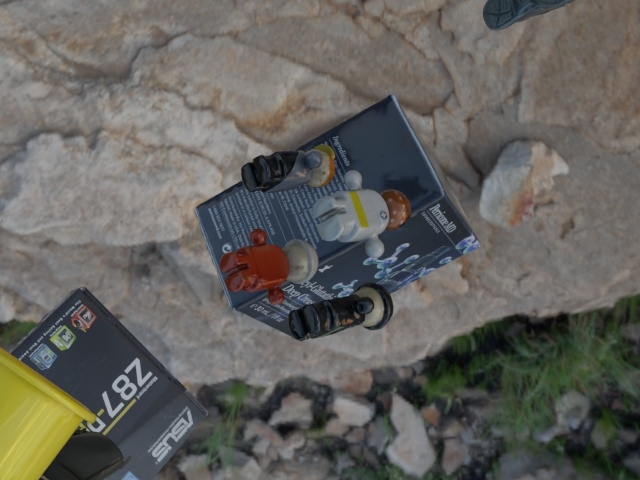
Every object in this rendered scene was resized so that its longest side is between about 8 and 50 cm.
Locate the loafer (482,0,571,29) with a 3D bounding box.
[{"bbox_3d":[0.445,-0.497,1.774,0.267,0.084,0.096,-16,88,51],"label":"loafer"}]

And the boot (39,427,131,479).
[{"bbox_3d":[-0.344,0.249,1.084,0.198,0.137,0.077,39,124,15],"label":"boot"}]

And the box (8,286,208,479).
[{"bbox_3d":[-0.430,0.323,1.468,0.318,0.395,0.097,49,153,-13],"label":"box"}]

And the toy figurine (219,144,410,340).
[{"bbox_3d":[0.000,0.000,1.086,0.148,0.213,0.209,-8,118,-45],"label":"toy figurine"}]

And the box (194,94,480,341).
[{"bbox_3d":[0.038,-0.023,1.560,0.395,0.212,0.293,-30,155,11],"label":"box"}]

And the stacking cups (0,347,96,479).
[{"bbox_3d":[-0.264,0.201,0.501,0.096,0.096,0.316,43,74,-20],"label":"stacking cups"}]
